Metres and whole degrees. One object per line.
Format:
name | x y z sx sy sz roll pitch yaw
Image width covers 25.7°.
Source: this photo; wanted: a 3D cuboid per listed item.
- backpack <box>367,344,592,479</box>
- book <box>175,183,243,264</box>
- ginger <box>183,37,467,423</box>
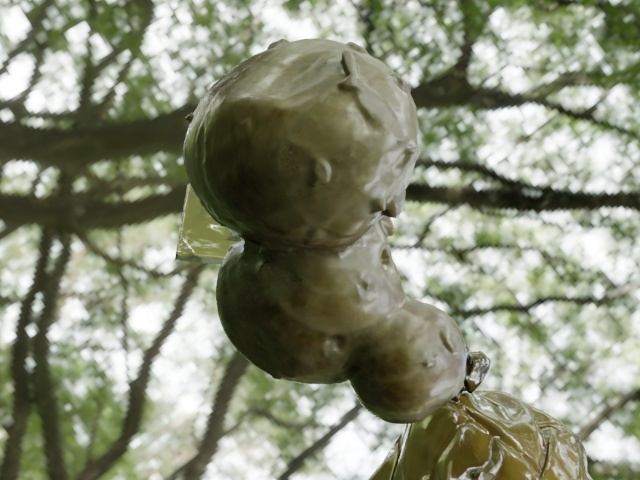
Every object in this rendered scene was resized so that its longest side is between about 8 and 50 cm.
backpack | 0.144 0.306 1.461 0.201 0.354 0.378 33 -3 -17
book | -0.104 -0.021 1.880 0.192 0.167 0.013 -89 -176 -59
ginger | 0.000 0.000 1.068 0.244 0.155 0.304 5 -57 43
